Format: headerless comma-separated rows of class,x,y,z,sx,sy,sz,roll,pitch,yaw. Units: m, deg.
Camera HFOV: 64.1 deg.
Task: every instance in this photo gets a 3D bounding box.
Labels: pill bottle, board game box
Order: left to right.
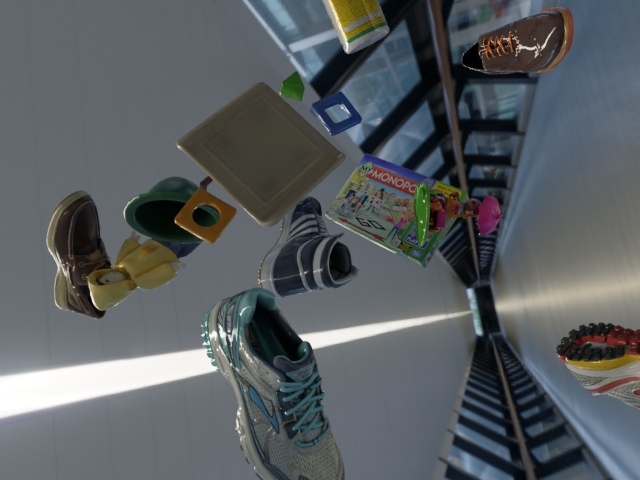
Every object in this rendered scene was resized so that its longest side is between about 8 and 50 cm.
pill bottle,0.070,-0.561,1.199,0.208,0.118,0.117,64,-161,-11
board game box,0.192,-0.088,1.341,0.213,0.317,0.046,-57,-35,-8

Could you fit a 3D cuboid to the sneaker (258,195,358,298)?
sneaker,0.000,0.000,0.957,0.282,0.153,0.099,-68,-39,-50

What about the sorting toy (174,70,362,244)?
sorting toy,-0.090,-0.130,0.779,0.196,0.347,0.047,42,154,7

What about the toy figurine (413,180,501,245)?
toy figurine,0.279,-0.059,1.036,0.173,0.159,0.130,-85,-3,-67

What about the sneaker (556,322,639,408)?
sneaker,0.395,0.147,0.582,0.088,0.225,0.092,-41,-75,-28

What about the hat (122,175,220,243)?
hat,-0.249,-0.108,0.916,0.173,0.208,0.183,12,-118,-23

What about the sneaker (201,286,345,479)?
sneaker,-0.048,0.188,0.631,0.110,0.122,0.283,-23,-101,-46

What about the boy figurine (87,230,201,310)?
boy figurine,-0.379,0.035,1.113,0.285,0.177,0.092,-39,-36,-27

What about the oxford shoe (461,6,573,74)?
oxford shoe,0.335,-0.332,0.890,0.271,0.099,0.096,-136,37,-80

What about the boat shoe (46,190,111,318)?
boat shoe,-0.518,0.047,1.146,0.123,0.123,0.341,-50,-16,-55
